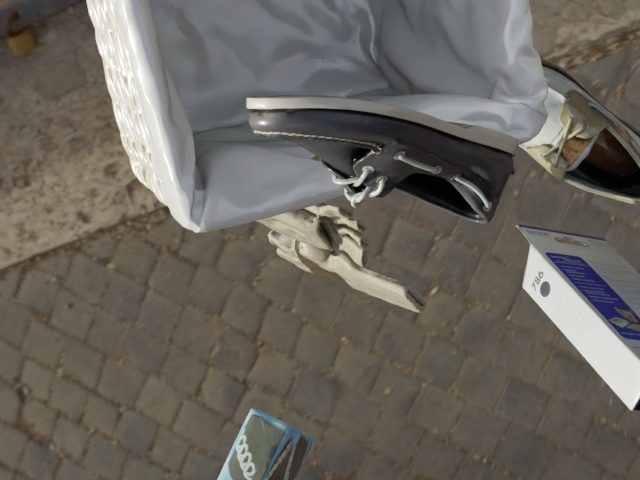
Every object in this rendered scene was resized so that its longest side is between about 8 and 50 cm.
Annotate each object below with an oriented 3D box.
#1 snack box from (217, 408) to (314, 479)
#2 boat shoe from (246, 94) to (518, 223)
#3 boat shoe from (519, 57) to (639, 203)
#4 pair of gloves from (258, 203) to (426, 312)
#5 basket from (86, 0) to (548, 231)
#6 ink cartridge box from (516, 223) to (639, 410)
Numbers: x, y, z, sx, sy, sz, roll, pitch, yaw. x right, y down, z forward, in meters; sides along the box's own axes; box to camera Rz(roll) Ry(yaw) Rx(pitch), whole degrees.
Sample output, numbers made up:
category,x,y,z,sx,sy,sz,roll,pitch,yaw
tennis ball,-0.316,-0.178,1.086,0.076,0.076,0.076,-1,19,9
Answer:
category,x,y,z,sx,sy,sz,roll,pitch,yaw
snack box,-0.115,0.389,1.429,0.060,0.187,0.322,23,80,16
boat shoe,0.042,-0.050,0.675,0.075,0.206,0.065,13,95,53
boat shoe,0.316,-0.139,1.375,0.302,0.103,0.113,21,120,-21
pair of gloves,0.000,0.000,1.207,0.204,0.240,0.042,18,75,38
basket,-0.027,-0.213,0.933,0.328,0.266,0.331,-16,104,-16
ink cartridge box,0.381,0.097,1.391,0.165,0.332,0.065,8,119,-26
